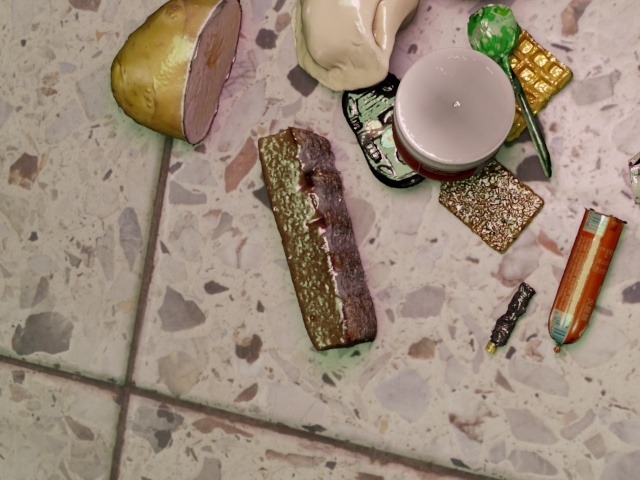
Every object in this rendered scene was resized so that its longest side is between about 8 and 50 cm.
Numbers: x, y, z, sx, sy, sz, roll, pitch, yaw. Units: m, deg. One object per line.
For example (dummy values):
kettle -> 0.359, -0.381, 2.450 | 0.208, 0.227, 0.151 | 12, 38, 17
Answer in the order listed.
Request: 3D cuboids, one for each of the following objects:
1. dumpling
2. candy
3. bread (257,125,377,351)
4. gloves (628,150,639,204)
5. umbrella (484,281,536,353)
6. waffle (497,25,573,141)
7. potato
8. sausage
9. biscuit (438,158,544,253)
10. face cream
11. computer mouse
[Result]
dumpling -> 0.032, -0.458, 1.931 | 0.315, 0.233, 0.395 | -14, 75, 48
candy -> 0.346, -0.261, 1.847 | 0.097, 0.097, 0.323 | -22, 89, 15
bread -> 0.000, 0.000, 1.957 | 0.113, 0.165, 0.417 | -17, 85, 21
gloves -> 0.639, -0.126, 1.795 | 0.212, 0.111, 0.128 | -10, 62, 19
umbrella -> 0.344, 0.143, 1.912 | 0.037, 0.040, 0.144 | 30, 99, 7
waffle -> 0.333, -0.274, 1.915 | 0.160, 0.055, 0.211 | 43, 100, 15
potato -> -0.287, -0.353, 2.010 | 0.196, 0.246, 0.300 | 20, 92, 8
sausage -> 0.461, 0.076, 1.861 | 0.083, 0.083, 0.264 | 20, 96, 16
biscuit -> 0.286, -0.097, 1.941 | 0.237, 0.026, 0.131 | 42, 99, 13
face cream -> 0.224, -0.211, 1.801 | 0.201, 0.187, 0.201 | 0, 84, 2
computer mouse -> 0.133, -0.205, 1.956 | 0.137, 0.096, 0.233 | -28, 79, 7
